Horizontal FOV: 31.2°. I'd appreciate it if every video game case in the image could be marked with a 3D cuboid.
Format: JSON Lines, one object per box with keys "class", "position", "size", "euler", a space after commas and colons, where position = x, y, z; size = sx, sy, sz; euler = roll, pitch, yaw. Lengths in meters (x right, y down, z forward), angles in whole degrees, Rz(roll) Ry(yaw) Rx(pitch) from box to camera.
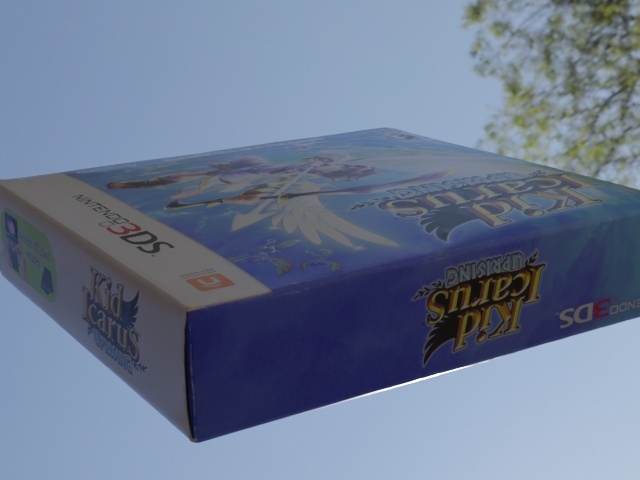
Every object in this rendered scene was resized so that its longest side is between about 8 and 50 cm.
{"class": "video game case", "position": [0.000, 0.000, 0.591], "size": [0.269, 0.244, 0.061], "euler": [-11, -70, -30]}
